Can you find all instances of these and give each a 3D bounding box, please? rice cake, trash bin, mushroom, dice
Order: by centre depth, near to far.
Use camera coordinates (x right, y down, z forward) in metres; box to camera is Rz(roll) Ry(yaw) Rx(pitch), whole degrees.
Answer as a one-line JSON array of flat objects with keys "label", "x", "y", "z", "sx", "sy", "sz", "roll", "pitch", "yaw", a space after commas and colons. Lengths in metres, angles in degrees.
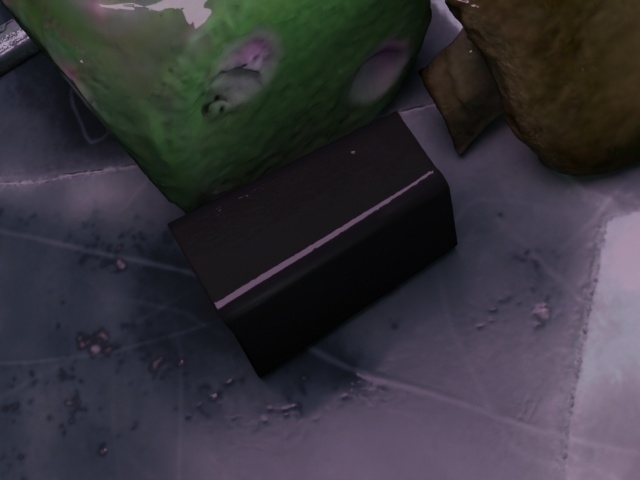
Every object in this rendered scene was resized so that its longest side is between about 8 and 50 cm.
[{"label": "mushroom", "x": 0.239, "y": -0.187, "z": 1.089, "sx": 0.292, "sy": 0.217, "sz": 0.212, "roll": -24, "pitch": 67, "yaw": 1}, {"label": "trash bin", "x": 0.000, "y": 0.000, "z": 1.091, "sx": 0.225, "sy": 0.165, "sz": 0.115, "roll": -31, "pitch": 63, "yaw": -5}, {"label": "dice", "x": -0.110, "y": -0.240, "z": 1.130, "sx": 0.318, "sy": 0.330, "sz": 0.322, "roll": -40, "pitch": 66, "yaw": -5}, {"label": "rice cake", "x": -0.295, "y": -0.250, "z": 1.340, "sx": 0.211, "sy": 0.034, "sz": 0.043, "roll": -32, "pitch": 66, "yaw": -3}]
